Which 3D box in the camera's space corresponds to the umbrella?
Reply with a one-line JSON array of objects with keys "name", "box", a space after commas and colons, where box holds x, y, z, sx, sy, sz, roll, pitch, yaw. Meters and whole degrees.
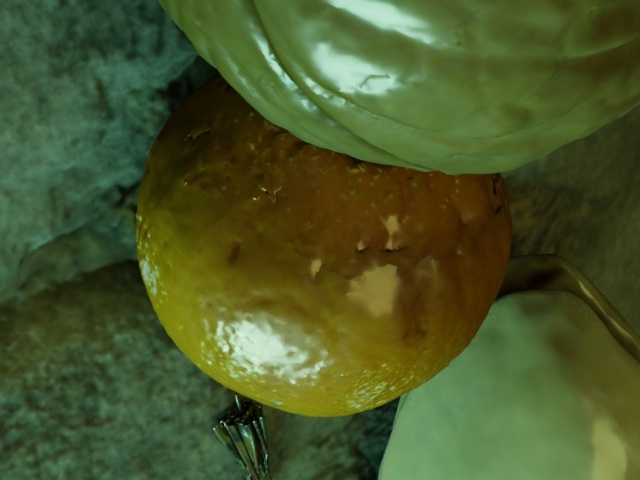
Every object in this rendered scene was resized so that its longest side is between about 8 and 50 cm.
[{"name": "umbrella", "box": [-0.039, 0.120, 1.122, 0.031, 0.020, 0.083, -34, 133, -24]}]

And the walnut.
[{"name": "walnut", "box": [0.061, -0.173, 0.875, 0.313, 0.252, 0.277, -29, 84, -45]}]

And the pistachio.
[{"name": "pistachio", "box": [0.131, 0.166, 1.180, 0.193, 0.213, 0.318, -61, 148, -72]}]

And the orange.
[{"name": "orange", "box": [0.000, 0.000, 0.993, 0.193, 0.193, 0.161, -13, 145, -36]}]
